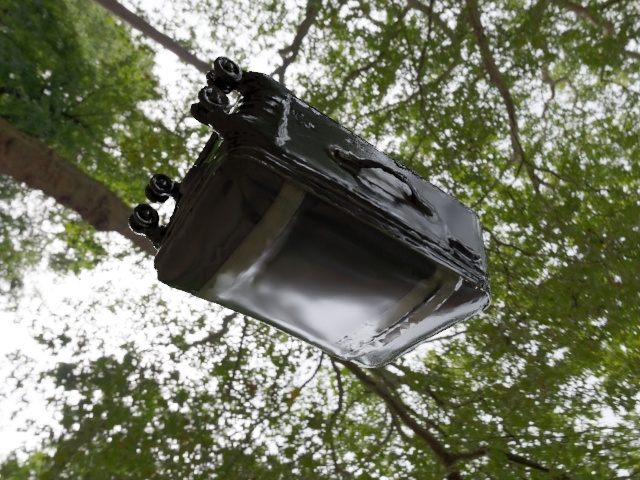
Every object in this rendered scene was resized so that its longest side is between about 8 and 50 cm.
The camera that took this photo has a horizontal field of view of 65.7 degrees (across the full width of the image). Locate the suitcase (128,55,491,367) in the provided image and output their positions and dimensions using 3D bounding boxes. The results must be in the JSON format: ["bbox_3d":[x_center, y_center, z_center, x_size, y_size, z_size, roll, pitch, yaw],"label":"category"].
[{"bbox_3d":[0.000,0.000,0.637,0.283,0.433,0.194,-43,-151,40],"label":"suitcase"}]
